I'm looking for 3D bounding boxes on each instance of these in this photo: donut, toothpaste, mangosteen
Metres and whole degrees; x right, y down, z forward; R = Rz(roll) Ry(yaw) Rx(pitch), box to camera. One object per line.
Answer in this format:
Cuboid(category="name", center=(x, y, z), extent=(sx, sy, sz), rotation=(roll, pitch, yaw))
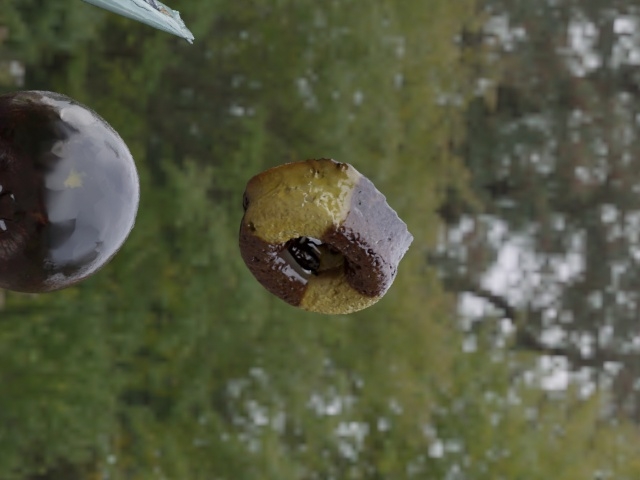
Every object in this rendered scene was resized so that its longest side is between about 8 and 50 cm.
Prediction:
Cuboid(category="donut", center=(0.000, 0.000, 1.421), extent=(0.140, 0.140, 0.059), rotation=(112, -3, -50))
Cuboid(category="toothpaste", center=(-0.200, -0.220, 1.550), extent=(0.036, 0.205, 0.056), rotation=(-55, -147, 22))
Cuboid(category="mangosteen", center=(-0.303, -0.057, 2.010), extent=(0.265, 0.228, 0.228), rotation=(-28, 126, -69))
